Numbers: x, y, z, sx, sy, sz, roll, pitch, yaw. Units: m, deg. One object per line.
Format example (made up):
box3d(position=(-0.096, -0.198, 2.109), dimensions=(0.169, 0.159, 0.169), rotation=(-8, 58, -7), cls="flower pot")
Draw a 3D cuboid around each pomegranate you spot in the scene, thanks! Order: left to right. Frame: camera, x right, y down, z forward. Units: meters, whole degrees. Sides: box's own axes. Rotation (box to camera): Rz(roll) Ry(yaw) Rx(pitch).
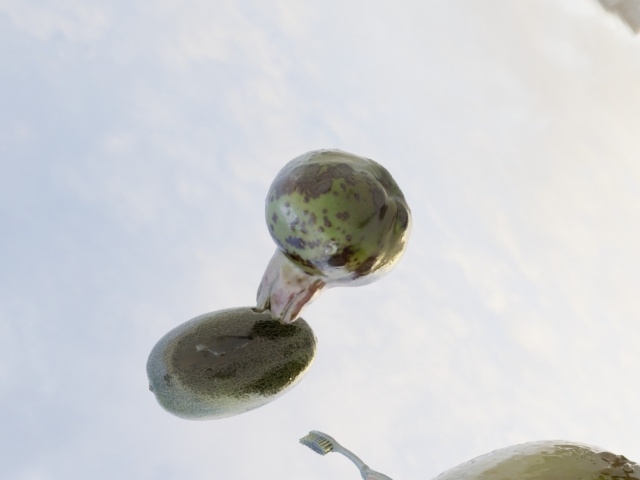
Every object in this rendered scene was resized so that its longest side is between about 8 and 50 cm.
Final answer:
box3d(position=(0.010, 0.000, 0.910), dimensions=(0.138, 0.125, 0.163), rotation=(24, -101, -56), cls="pomegranate")

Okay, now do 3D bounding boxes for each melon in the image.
box3d(position=(-0.081, 0.112, 0.962), dimensions=(0.162, 0.099, 0.099), rotation=(-16, -112, -8), cls="melon")

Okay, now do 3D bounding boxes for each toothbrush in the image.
box3d(position=(0.101, 0.359, 1.514), dimensions=(0.037, 0.375, 0.028), rotation=(-21, -61, -37), cls="toothbrush")

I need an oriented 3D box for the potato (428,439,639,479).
box3d(position=(0.236, 0.355, 0.896), dimensions=(0.385, 0.319, 0.442), rotation=(53, -175, 40), cls="potato")
